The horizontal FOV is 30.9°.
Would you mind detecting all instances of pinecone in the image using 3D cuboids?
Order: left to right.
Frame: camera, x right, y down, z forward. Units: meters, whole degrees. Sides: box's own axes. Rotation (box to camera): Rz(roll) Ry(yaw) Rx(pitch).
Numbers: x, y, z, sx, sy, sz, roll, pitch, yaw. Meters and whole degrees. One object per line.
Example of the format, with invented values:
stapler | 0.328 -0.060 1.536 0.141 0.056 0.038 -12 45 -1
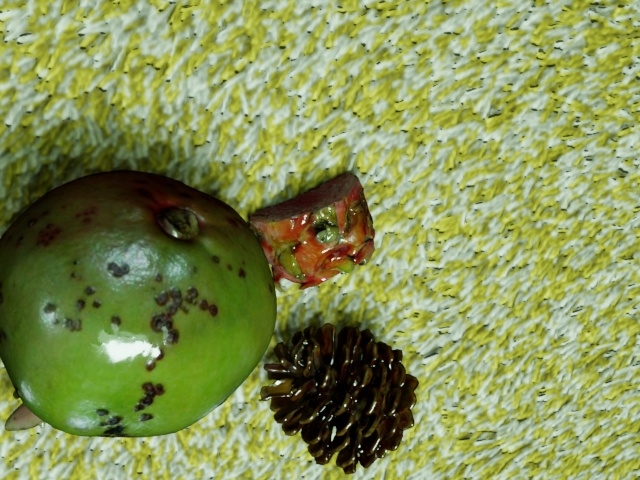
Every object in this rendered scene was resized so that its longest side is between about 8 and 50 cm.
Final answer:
pinecone | 0.012 0.167 1.298 0.165 0.163 0.163 32 98 -25

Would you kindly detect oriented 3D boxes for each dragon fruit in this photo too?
dragon fruit | 0.000 0.000 1.261 0.147 0.096 0.102 -32 121 -2

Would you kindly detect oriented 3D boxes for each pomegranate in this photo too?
pomegranate | -0.199 0.095 1.134 0.291 0.291 0.323 22 103 -25
